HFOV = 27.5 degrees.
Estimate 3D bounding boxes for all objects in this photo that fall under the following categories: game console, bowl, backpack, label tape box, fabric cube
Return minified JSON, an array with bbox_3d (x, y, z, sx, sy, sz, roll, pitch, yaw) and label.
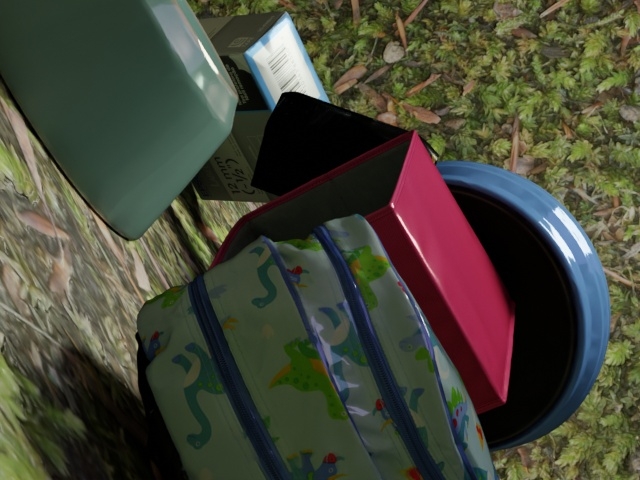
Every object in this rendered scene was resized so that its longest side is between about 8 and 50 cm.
[{"bbox_3d":[0.000,0.000,1.662,0.213,0.361,0.044,21,29,5],"label":"game console"},{"bbox_3d":[-0.192,-0.172,1.267,0.311,0.163,0.311,60,4,-6],"label":"bowl"},{"bbox_3d":[0.007,0.150,0.935,0.355,0.273,0.290,42,20,-37],"label":"backpack"},{"bbox_3d":[-0.150,-0.178,1.826,0.347,0.115,0.249,2,-48,40],"label":"label tape box"},{"bbox_3d":[0.174,0.094,1.689,0.391,0.391,0.077,60,32,4],"label":"bowl"},{"bbox_3d":[0.049,0.070,1.503,0.258,0.259,0.254,59,20,-16],"label":"fabric cube"}]
